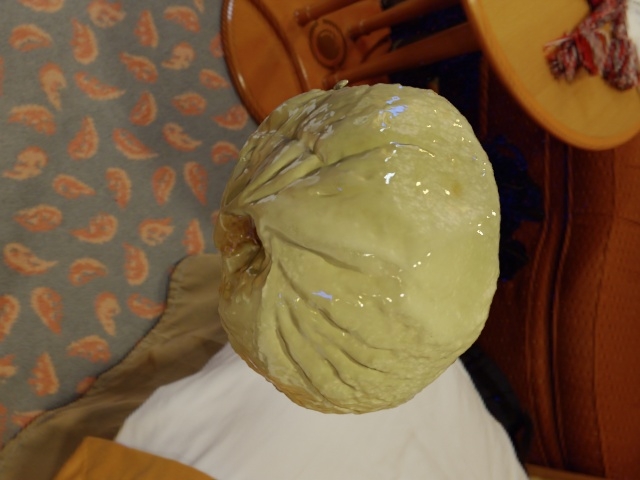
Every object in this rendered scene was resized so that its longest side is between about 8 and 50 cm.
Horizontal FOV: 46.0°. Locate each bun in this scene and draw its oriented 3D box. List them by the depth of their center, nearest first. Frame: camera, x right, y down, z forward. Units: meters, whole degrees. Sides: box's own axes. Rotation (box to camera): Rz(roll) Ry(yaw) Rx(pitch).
[{"bbox_3d":[0.000,0.000,0.478,0.134,0.220,0.220,9,81,-37],"label":"bun"}]
